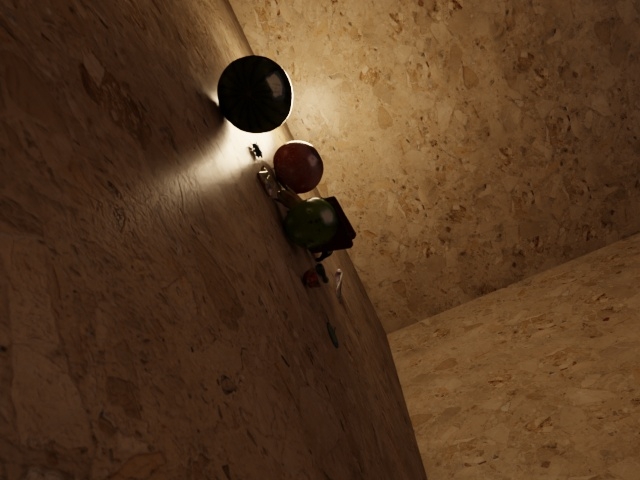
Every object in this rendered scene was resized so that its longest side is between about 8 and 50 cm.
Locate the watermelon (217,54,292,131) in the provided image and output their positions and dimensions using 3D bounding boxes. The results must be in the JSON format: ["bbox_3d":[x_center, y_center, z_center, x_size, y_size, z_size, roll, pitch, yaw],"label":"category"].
[{"bbox_3d":[-0.240,-0.540,1.528,0.359,0.279,0.279,-102,167,-80],"label":"watermelon"}]

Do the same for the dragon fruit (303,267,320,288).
[{"bbox_3d":[-0.037,0.156,1.604,0.083,0.060,0.056,73,2,-47],"label":"dragon fruit"}]

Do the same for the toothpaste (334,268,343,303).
[{"bbox_3d":[0.108,0.252,2.379,0.301,0.048,0.075,-82,175,-64],"label":"toothpaste"}]

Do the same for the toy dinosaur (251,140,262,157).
[{"bbox_3d":[-0.273,-0.392,1.777,0.047,0.030,0.083,-99,164,-56],"label":"toy dinosaur"}]

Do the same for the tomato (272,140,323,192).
[{"bbox_3d":[-0.103,-0.370,2.041,0.270,0.227,0.270,31,48,-43],"label":"tomato"}]

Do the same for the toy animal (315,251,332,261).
[{"bbox_3d":[0.000,0.000,2.122,0.094,0.121,0.225,60,8,-38],"label":"toy animal"}]

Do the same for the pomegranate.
[{"bbox_3d":[-0.064,-0.105,1.709,0.302,0.236,0.236,55,6,8],"label":"pomegranate"}]

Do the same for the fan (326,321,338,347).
[{"bbox_3d":[0.056,0.392,1.727,0.175,0.005,0.113,-22,88,-83],"label":"fan"}]

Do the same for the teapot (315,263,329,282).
[{"bbox_3d":[0.010,0.164,2.005,0.043,0.043,0.111,-105,172,-51],"label":"teapot"}]

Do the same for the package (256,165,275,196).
[{"bbox_3d":[-0.223,-0.246,1.680,0.121,0.031,0.108,-83,148,-66],"label":"package"}]

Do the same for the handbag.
[{"bbox_3d":[0.009,-0.070,1.902,0.275,0.260,0.084,59,39,-30],"label":"handbag"}]
